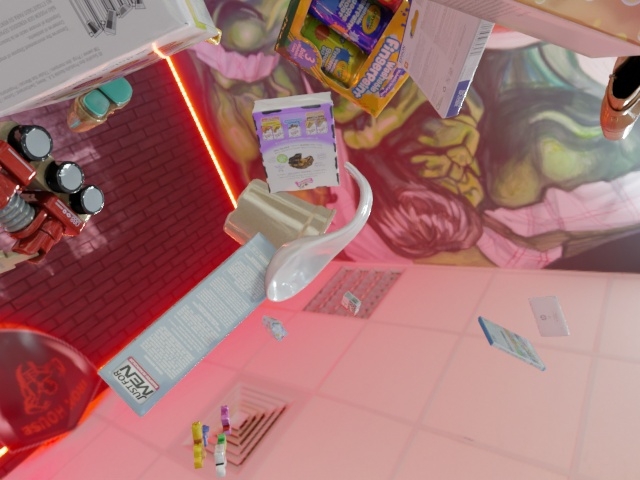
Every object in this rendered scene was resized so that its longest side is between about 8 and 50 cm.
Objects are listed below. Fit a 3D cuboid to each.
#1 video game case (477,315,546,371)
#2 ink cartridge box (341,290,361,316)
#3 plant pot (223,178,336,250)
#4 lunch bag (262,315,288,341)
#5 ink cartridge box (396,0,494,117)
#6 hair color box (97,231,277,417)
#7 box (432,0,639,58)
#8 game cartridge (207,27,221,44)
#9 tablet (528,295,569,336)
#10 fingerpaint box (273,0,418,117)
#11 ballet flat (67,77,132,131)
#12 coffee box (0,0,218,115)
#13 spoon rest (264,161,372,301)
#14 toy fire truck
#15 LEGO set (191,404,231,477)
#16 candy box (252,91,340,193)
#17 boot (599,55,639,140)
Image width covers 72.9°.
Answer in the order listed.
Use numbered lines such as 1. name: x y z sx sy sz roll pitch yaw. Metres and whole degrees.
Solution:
1. video game case: 0.503 0.271 1.149 0.015 0.166 0.119 -60 -171 22
2. ink cartridge box: 0.107 0.238 1.566 0.063 0.115 0.029 39 -122 23
3. plant pot: -0.159 -0.050 1.539 0.334 0.305 0.334 -57 -175 7
4. lunch bag: -0.160 0.297 1.495 0.053 0.083 0.071 -43 -150 -23
5. ink cartridge box: 0.250 -0.414 0.906 0.045 0.223 0.224 -15 -123 -16
6. hair color box: -0.235 0.160 0.872 0.374 0.113 0.185 -43 180 -21
7. box: 0.300 -0.404 0.569 0.345 0.215 0.168 16 -159 -5
8. game cartridge: -0.494 -0.663 1.244 0.323 0.053 0.285 23 -166 16
9. tablet: 0.445 0.149 0.846 0.006 0.083 0.054 -23 -176 -43
10. fingerpaint box: 0.115 -0.589 1.136 0.163 0.371 0.445 -63 -171 -25
11. ballet flat: -0.688 -0.418 1.336 0.124 0.116 0.342 -33 -147 16
12. coffee box: -0.400 -0.430 0.674 0.337 0.338 0.334 -22 -156 3
13. spoon rest: 0.000 0.000 0.757 0.084 0.137 0.276 38 -83 26
14. toy fire truck: -0.523 -0.041 0.708 0.158 0.217 0.246 5 -123 16
15. LEGO set: -0.276 0.480 1.074 0.087 0.093 0.227 -8 -174 -8
16. candy box: -0.048 -0.209 0.946 0.164 0.196 0.070 -6 -142 2
17. boot: 0.717 -0.394 0.998 0.109 0.220 0.284 26 -88 33
